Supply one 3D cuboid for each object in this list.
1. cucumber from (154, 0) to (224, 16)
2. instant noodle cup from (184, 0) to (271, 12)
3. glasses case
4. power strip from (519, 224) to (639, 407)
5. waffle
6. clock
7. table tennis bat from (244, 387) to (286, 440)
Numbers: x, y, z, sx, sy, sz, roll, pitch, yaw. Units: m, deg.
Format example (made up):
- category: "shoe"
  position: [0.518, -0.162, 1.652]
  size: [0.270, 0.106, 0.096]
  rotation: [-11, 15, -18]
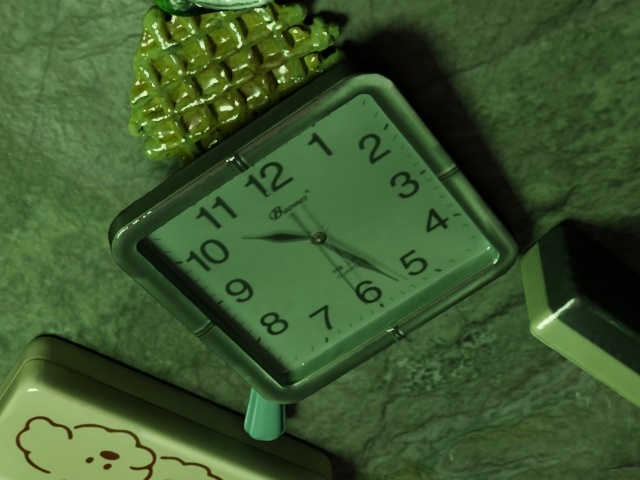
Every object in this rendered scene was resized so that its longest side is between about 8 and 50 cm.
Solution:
- category: "cucumber"
  position: [0.010, -0.222, 1.073]
  size: [0.284, 0.056, 0.056]
  rotation: [-18, 126, 8]
- category: "instant noodle cup"
  position: [-0.055, -0.257, 0.951]
  size: [0.193, 0.212, 0.193]
  rotation: [0, 129, 0]
- category: "glasses case"
  position: [-0.160, 0.218, 1.415]
  size: [0.337, 0.076, 0.144]
  rotation: [25, 125, -18]
- category: "power strip"
  position: [0.289, 0.095, 1.295]
  size: [0.257, 0.105, 0.070]
  rotation: [33, 123, -23]
- category: "waffle"
  position: [-0.069, -0.124, 1.169]
  size: [0.169, 0.036, 0.183]
  rotation: [11, 128, -10]
- category: "clock"
  position: [0.000, 0.000, 1.227]
  size: [0.273, 0.049, 0.279]
  rotation: [-33, 129, 12]
- category: "table tennis bat"
  position: [-0.045, 0.088, 1.341]
  size: [0.153, 0.040, 0.244]
  rotation: [3, 124, -5]
